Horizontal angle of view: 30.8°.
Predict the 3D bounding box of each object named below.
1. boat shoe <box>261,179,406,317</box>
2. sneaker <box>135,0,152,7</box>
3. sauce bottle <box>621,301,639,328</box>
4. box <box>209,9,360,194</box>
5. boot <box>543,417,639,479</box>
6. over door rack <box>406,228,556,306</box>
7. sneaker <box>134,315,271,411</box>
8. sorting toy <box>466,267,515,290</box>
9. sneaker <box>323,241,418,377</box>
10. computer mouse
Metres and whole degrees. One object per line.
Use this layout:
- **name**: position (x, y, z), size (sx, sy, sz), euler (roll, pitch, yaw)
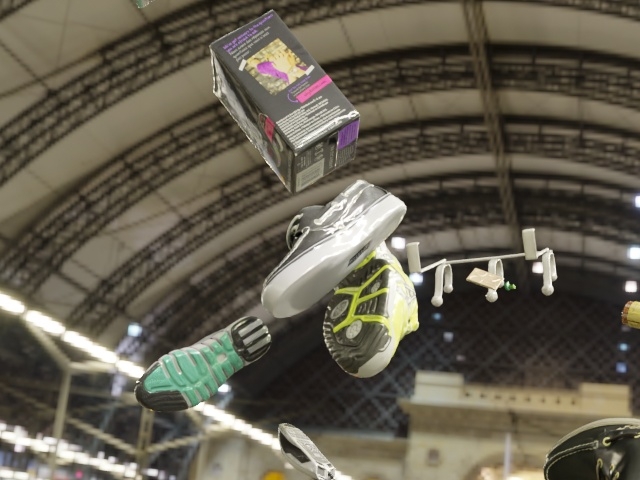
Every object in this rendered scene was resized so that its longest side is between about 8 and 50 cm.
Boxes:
- **boat shoe**: position (0.000, 0.000, 1.633), size (0.102, 0.301, 0.108), euler (37, -41, 16)
- **sneaker**: position (-0.270, -0.406, 1.813), size (0.069, 0.038, 0.098), euler (-25, -14, 3)
- **sauce bottle**: position (0.524, 0.123, 1.762), size (0.128, 0.042, 0.042), euler (14, -9, 35)
- **box**: position (-0.067, -0.246, 2.077), size (0.143, 0.270, 0.165), euler (-32, -20, -16)
- **boot**: position (0.308, 0.257, 1.195), size (0.236, 0.085, 0.178), euler (-18, 10, 39)
- **over door rack**: position (0.317, 0.061, 2.227), size (0.240, 0.108, 0.324), euler (-8, -10, 17)
- **sneaker**: position (-0.176, 0.185, 1.659), size (0.224, 0.083, 0.098), euler (-25, 1, -33)
- **sorting toy**: position (0.312, 0.077, 2.114), size (0.083, 0.012, 0.062), euler (21, 25, 18)
- **sneaker**: position (0.099, 0.109, 1.821), size (0.145, 0.384, 0.147), euler (-39, -74, 18)
- **computer mouse**: position (-0.010, 0.374, 1.891), size (0.193, 0.042, 0.106), euler (43, 11, 35)
